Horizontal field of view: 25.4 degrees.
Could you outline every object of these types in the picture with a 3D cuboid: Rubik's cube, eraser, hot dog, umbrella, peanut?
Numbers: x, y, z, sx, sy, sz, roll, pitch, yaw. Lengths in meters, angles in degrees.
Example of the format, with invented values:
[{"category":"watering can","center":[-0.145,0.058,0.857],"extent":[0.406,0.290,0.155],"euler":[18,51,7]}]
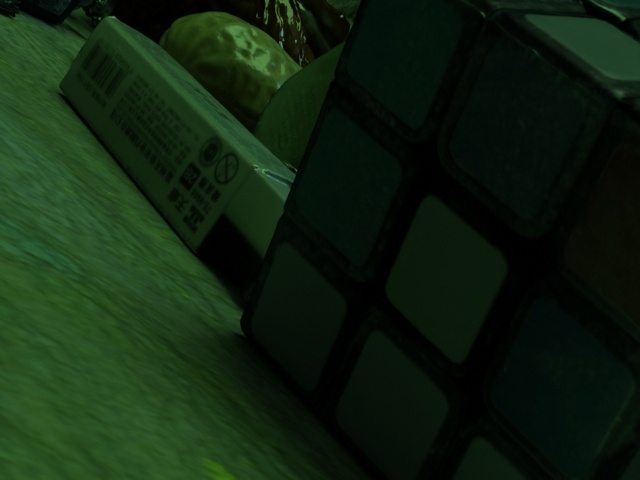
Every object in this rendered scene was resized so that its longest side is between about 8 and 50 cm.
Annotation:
[{"category":"Rubik's cube","center":[0.202,0.012,1.025],"extent":[0.358,0.363,0.362],"euler":[-5,42,-44]},{"category":"eraser","center":[-0.111,-0.074,1.315],"extent":[0.096,0.098,0.404],"euler":[27,14,-45]},{"category":"hot dog","center":[-0.133,-0.278,1.913],"extent":[0.387,0.174,0.267],"euler":[41,-25,28]},{"category":"umbrella","center":[-0.362,-0.267,1.596],"extent":[0.031,0.020,0.083],"euler":[38,15,12]},{"category":"peanut","center":[-0.060,-0.154,1.682],"extent":[0.305,0.147,0.147],"euler":[37,9,-22]}]

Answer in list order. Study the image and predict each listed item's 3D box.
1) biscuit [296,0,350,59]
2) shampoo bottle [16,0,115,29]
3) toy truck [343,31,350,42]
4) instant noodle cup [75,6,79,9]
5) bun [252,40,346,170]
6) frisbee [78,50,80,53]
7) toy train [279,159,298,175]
[{"category":"biscuit","center":[-0.088,-0.309,2.116],"extent":[0.332,0.103,0.332],"euler":[31,-23,15]},{"category":"shampoo bottle","center":[-0.347,-0.326,1.686],"extent":[0.071,0.098,0.309],"euler":[41,11,25]},{"category":"toy truck","center":[0.166,-0.146,1.949],"extent":[0.254,0.180,0.405],"euler":[-8,74,-34]},{"category":"instant noodle cup","center":[-0.363,-0.400,1.857],"extent":[0.185,0.168,0.168],"euler":[48,12,12]},{"category":"bun","center":[0.072,-0.089,1.526],"extent":[0.187,0.293,0.293],"euler":[52,-1,-36]},{"category":"frisbee","center":[-0.178,-0.145,1.654],"extent":[0.251,0.021,0.251],"euler":[36,10,-7]},{"category":"toy train","center":[0.000,0.000,1.361],"extent":[0.188,0.099,0.072],"euler":[38,7,14]}]
